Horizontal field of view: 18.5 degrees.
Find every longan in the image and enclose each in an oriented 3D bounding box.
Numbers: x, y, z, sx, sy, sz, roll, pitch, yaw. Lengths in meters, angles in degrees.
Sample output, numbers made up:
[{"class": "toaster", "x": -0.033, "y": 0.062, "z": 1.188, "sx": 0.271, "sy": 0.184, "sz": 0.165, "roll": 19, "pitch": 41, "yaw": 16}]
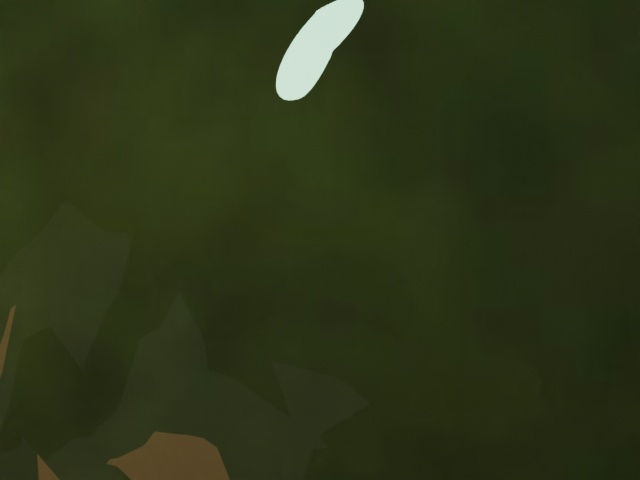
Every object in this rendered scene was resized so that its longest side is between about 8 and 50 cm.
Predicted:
[{"class": "longan", "x": 0.000, "y": 0.000, "z": 0.534, "sx": 0.391, "sy": 0.391, "sz": 0.391, "roll": 24, "pitch": 152, "yaw": 14}]
